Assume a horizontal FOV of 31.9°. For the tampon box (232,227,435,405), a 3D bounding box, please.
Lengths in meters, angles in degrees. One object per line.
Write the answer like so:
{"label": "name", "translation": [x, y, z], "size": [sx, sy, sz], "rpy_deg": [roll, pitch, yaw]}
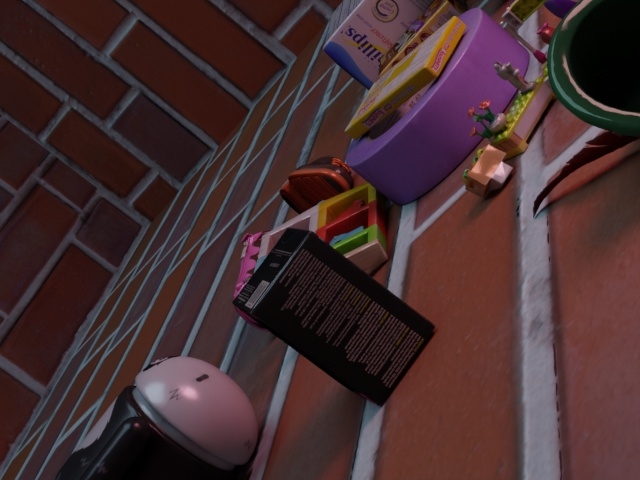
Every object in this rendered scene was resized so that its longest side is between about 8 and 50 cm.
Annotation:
{"label": "tampon box", "translation": [0.011, 0.075, 1.138], "size": [0.101, 0.161, 0.120], "rpy_deg": [-53, 11, -7]}

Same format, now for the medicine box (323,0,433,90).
{"label": "medicine box", "translation": [0.153, -0.465, 2.198], "size": [0.289, 0.149, 0.263], "rpy_deg": [-47, 13, 21]}

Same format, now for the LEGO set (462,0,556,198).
{"label": "LEGO set", "translation": [0.229, -0.190, 1.238], "size": [0.287, 0.107, 0.132], "rpy_deg": [-48, 13, 13]}

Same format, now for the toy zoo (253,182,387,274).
{"label": "toy zoo", "translation": [0.000, 0.000, 1.545], "size": [0.192, 0.030, 0.293], "rpy_deg": [-26, 19, 13]}

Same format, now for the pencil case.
{"label": "pencil case", "translation": [-0.081, 0.055, 1.675], "size": [0.095, 0.098, 0.209], "rpy_deg": [-48, 13, 15]}

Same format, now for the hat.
{"label": "hat", "translation": [0.296, -0.117, 0.991], "size": [0.209, 0.183, 0.173], "rpy_deg": [15, 67, 31]}

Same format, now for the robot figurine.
{"label": "robot figurine", "translation": [-0.199, 0.266, 1.315], "size": [0.278, 0.174, 0.209], "rpy_deg": [-52, 20, 1]}

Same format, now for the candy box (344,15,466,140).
{"label": "candy box", "translation": [0.111, -0.215, 1.503], "size": [0.206, 0.027, 0.105], "rpy_deg": [-33, 24, 55]}

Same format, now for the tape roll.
{"label": "tape roll", "translation": [0.155, -0.182, 1.523], "size": [0.275, 0.090, 0.275], "rpy_deg": [-48, 12, 14]}

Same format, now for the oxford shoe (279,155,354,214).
{"label": "oxford shoe", "translation": [0.006, -0.104, 1.831], "size": [0.098, 0.097, 0.271], "rpy_deg": [-48, 11, -12]}

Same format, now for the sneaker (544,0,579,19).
{"label": "sneaker", "translation": [0.369, -0.396, 1.336], "size": [0.293, 0.102, 0.146], "rpy_deg": [-53, 13, -9]}

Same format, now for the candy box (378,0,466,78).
{"label": "candy box", "translation": [0.184, -0.363, 2.028], "size": [0.186, 0.053, 0.109], "rpy_deg": [-48, 14, 23]}
